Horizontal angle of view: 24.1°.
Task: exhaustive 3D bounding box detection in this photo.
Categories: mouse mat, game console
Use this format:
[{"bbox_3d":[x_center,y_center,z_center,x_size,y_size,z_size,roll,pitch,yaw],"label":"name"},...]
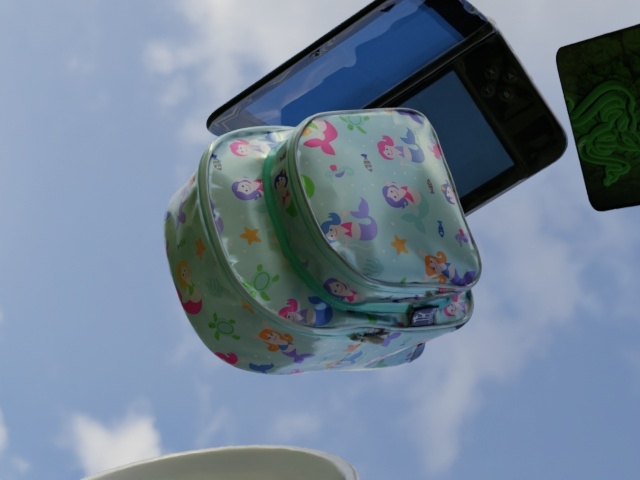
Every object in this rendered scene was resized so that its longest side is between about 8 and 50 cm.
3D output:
[{"bbox_3d":[0.271,-0.105,1.264,0.190,0.007,0.152,-10,-85,62],"label":"mouse mat"},{"bbox_3d":[0.075,-0.112,1.588,0.293,0.173,0.250,-32,-85,20],"label":"game console"}]

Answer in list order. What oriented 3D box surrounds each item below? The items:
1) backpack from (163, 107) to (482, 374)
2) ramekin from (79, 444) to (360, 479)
[{"bbox_3d":[0.000,0.000,1.306,0.191,0.254,0.225,-48,-128,53],"label":"backpack"},{"bbox_3d":[-0.098,0.274,1.240,0.277,0.277,0.135,2,-78,43],"label":"ramekin"}]
